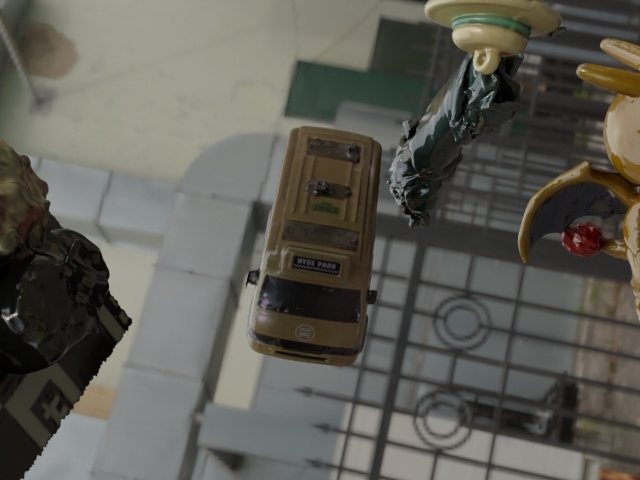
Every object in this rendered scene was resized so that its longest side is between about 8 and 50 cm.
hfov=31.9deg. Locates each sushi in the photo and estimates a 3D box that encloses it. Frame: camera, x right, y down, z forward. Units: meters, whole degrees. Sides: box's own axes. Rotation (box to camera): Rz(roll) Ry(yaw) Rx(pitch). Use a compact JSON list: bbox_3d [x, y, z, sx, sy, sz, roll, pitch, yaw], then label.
[{"bbox_3d":[-0.266,-0.026,0.886,0.373,0.100,0.296,57,-157,-16],"label":"sushi"}]

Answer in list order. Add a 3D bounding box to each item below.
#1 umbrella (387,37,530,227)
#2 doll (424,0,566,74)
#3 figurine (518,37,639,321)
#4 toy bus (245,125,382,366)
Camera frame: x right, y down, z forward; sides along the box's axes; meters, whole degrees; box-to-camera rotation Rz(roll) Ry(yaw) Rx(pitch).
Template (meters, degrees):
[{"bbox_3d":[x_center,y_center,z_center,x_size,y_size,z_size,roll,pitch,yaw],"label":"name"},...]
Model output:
[{"bbox_3d":[0.173,-0.151,1.324,0.349,0.094,0.143,120,153,-51],"label":"umbrella"},{"bbox_3d":[0.181,-0.321,1.139,0.208,0.144,0.271,-56,35,35],"label":"doll"},{"bbox_3d":[0.500,-0.087,1.646,0.268,0.401,0.387,-102,6,-63],"label":"figurine"},{"bbox_3d":[0.000,0.000,1.273,0.289,0.139,0.157,-79,-1,-51],"label":"toy bus"}]
